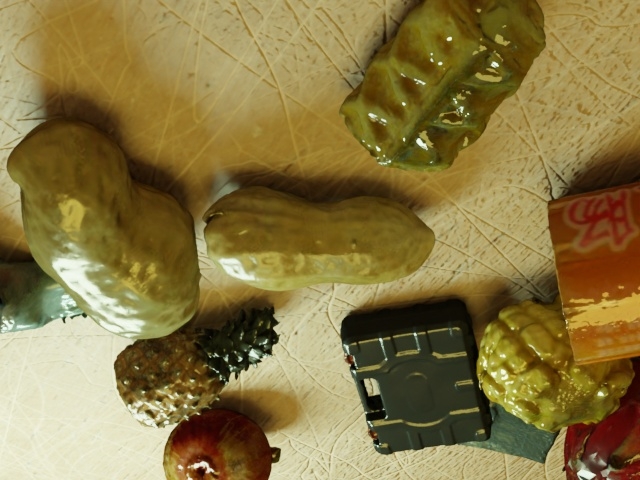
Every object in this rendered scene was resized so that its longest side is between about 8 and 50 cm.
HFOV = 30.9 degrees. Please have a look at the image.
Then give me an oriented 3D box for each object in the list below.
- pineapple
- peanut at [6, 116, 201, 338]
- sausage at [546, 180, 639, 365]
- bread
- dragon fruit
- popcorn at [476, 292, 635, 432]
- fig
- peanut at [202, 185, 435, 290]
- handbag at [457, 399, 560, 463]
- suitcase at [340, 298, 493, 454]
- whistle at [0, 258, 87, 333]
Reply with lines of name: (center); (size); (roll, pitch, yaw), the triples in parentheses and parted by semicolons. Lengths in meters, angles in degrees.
pineapple: (-0.175, 0.177, 1.781); (0.278, 0.158, 0.158); (-27, 137, 11)
peanut: (-0.269, -0.008, 1.495); (0.192, 0.170, 0.387); (-18, 139, 12)
sausage: (0.456, 0.027, 1.519); (0.287, 0.233, 0.233); (-10, 142, 12)
bread: (0.142, -0.190, 1.306); (0.152, 0.130, 0.268); (23, 137, -15)
dragon fruit: (0.543, 0.337, 1.869); (0.301, 0.295, 0.296); (-35, 147, -19)
popcorn: (0.358, 0.181, 1.737); (0.250, 0.190, 0.250); (-13, 150, -8)
fig: (-0.169, 0.385, 2.014); (0.205, 0.205, 0.205); (-1, 143, -1)
peanut: (0.000, 0.000, 1.546); (0.313, 0.149, 0.149); (-2, 143, -7)
handbag: (0.327, 0.297, 1.995); (0.175, 0.089, 0.270); (8, 142, 2)
suitcase: (0.157, 0.223, 1.846); (0.206, 0.066, 0.286); (-10, 128, 10)
whistle: (-0.470, 0.078, 1.642); (0.347, 0.189, 0.189); (-8, 148, -29)
